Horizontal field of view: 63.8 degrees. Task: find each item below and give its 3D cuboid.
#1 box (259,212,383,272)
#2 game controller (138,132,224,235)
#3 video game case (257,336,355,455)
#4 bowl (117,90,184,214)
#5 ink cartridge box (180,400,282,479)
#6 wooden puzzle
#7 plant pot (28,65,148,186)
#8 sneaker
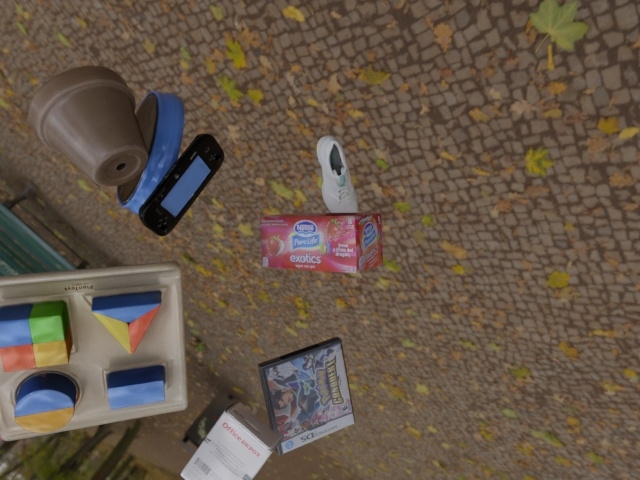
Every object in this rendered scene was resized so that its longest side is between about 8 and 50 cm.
[{"bbox_3d":[0.000,0.000,1.160,0.256,0.128,0.123,1,96,33],"label":"box"},{"bbox_3d":[-0.395,-0.160,1.481,0.067,0.319,0.166,32,169,9],"label":"game controller"},{"bbox_3d":[-0.034,0.441,1.467,0.035,0.248,0.275,-161,59,-65],"label":"video game case"},{"bbox_3d":[-0.533,-0.272,1.586,0.077,0.392,0.391,15,162,-34],"label":"bowl"},{"bbox_3d":[-0.227,0.552,1.320,0.158,0.218,0.092,37,-170,11],"label":"ink cartridge box"},{"bbox_3d":[-0.393,0.206,0.879,0.080,0.321,0.348,-126,36,-56],"label":"wooden puzzle"},{"bbox_3d":[-0.564,-0.266,1.312,0.229,0.263,0.263,54,151,15],"label":"plant pot"},{"bbox_3d":[0.042,-0.137,1.201,0.094,0.080,0.213,-135,26,-71],"label":"sneaker"}]
